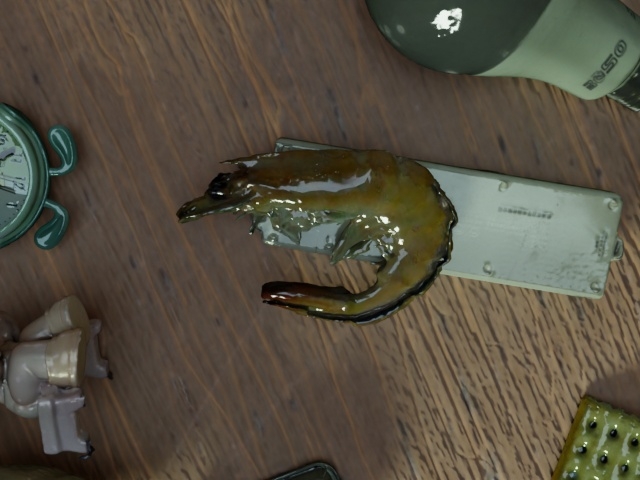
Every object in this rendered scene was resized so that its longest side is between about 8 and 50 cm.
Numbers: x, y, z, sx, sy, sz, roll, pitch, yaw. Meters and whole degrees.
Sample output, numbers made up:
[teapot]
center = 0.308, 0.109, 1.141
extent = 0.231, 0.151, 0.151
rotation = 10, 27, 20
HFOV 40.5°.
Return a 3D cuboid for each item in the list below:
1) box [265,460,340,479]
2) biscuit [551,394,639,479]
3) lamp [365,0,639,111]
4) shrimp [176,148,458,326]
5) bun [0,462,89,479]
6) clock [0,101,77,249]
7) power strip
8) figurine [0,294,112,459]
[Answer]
[box]
center = -0.044, 0.307, 0.845
extent = 0.172, 0.093, 0.124
rotation = -23, 96, 2
[biscuit]
center = 0.339, 0.255, 0.829
extent = 0.231, 0.016, 0.139
rotation = 22, 95, 26
[lamp]
center = 0.189, -0.217, 0.751
extent = 0.314, 0.182, 0.182
rotation = 15, 96, -8
[shrimp]
center = 0.000, 0.000, 0.791
extent = 0.253, 0.058, 0.173
rotation = -7, 105, -2
[bun]
center = -0.283, 0.352, 0.729
extent = 0.359, 0.211, 0.360
rotation = -2, 62, 4
[clock]
center = -0.324, -0.060, 0.817
extent = 0.188, 0.060, 0.148
rotation = 12, 95, -2
[power strip]
center = 0.107, -0.023, 0.835
extent = 0.367, 0.043, 0.106
rotation = 10, 97, -2
[figurine]
center = -0.328, 0.130, 0.783
extent = 0.256, 0.182, 0.144
rotation = -6, 140, -3
